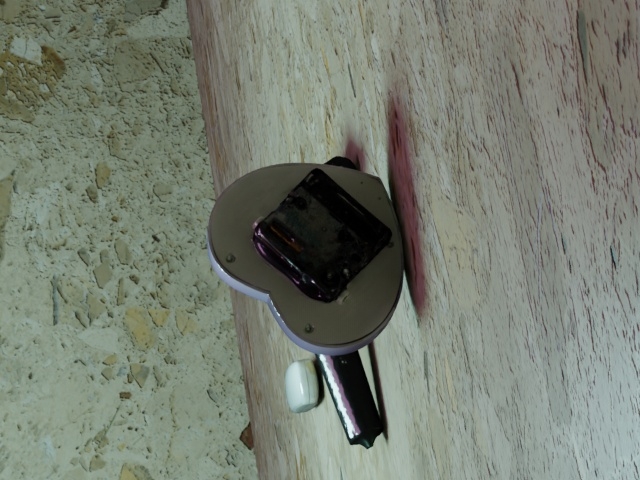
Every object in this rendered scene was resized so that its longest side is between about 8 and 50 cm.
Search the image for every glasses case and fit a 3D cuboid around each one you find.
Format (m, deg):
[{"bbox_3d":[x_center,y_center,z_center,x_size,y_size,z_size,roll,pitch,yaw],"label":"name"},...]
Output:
[{"bbox_3d":[-0.026,0.200,2.707,0.164,0.041,0.063,115,149,-78],"label":"glasses case"}]

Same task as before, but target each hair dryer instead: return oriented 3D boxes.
[{"bbox_3d":[0.012,0.071,2.134,0.244,0.116,0.302,104,146,-71],"label":"hair dryer"}]

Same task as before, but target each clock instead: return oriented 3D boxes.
[{"bbox_3d":[0.000,0.000,1.856,0.198,0.172,0.064,42,163,9],"label":"clock"}]
